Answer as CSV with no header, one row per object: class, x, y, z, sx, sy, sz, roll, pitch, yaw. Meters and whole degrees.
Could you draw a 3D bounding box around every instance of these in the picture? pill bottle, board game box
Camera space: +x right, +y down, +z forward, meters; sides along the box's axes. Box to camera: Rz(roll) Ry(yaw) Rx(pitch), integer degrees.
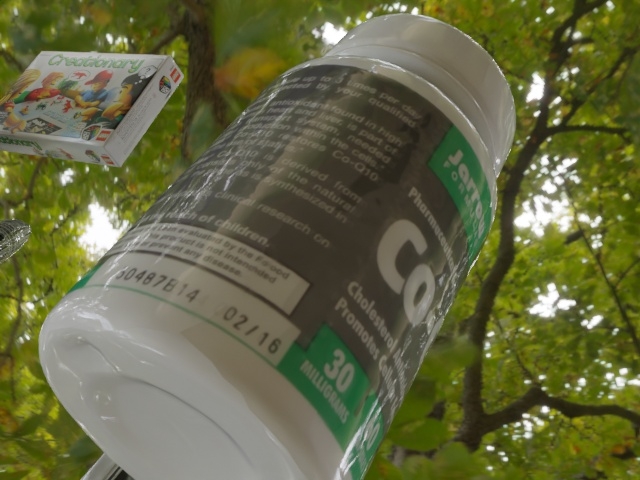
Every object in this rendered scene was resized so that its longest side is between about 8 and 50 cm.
pill bottle,0.000,0.000,0.545,0.204,0.204,0.361,37,-128,-3
board game box,-0.388,-0.217,1.247,0.305,0.053,0.193,10,-122,31

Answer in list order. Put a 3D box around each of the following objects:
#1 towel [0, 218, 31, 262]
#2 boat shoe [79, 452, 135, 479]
towel,-0.464,0.068,0.729,0.324,0.312,0.056,-18,-79,-1
boat shoe,-0.240,0.309,1.256,0.119,0.121,0.335,42,-82,0
